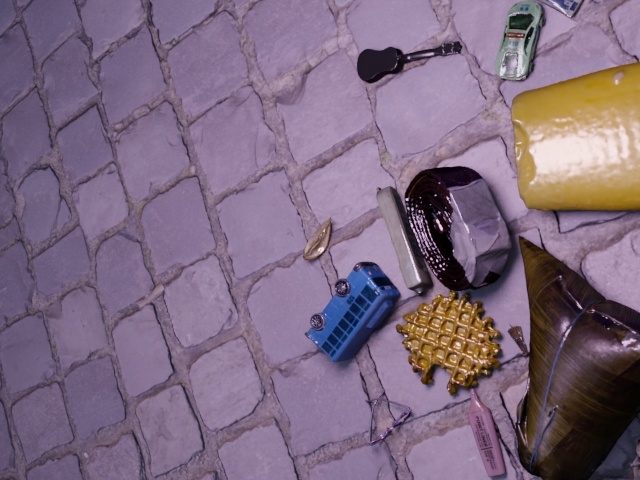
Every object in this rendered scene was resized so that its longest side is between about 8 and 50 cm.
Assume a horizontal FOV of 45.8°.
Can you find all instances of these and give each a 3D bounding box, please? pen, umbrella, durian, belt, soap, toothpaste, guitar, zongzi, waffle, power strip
[{"bbox_3d":[0.370,0.430,1.710,0.053,0.032,0.197,-22,76,28],"label":"pen"},{"bbox_3d":[0.442,0.221,1.693,0.032,0.020,0.083,-21,71,-13],"label":"umbrella"},{"bbox_3d":[-0.008,-0.006,1.952,0.052,0.066,0.130,36,95,27],"label":"durian"},{"bbox_3d":[0.318,-0.031,1.708,0.184,0.164,0.289,-40,66,51],"label":"belt"},{"bbox_3d":[0.619,-0.213,1.568,0.428,0.115,0.305,-3,80,30],"label":"soap"},{"bbox_3d":[0.495,-0.563,1.716,0.197,0.035,0.057,33,94,24],"label":"toothpaste"},{"bbox_3d":[0.215,-0.452,1.871,0.271,0.038,0.083,-6,84,30],"label":"guitar"},{"bbox_3d":[0.477,0.251,1.596,0.432,0.208,0.403,47,120,44],"label":"zongzi"},{"bbox_3d":[0.300,0.235,1.759,0.232,0.051,0.228,-35,67,23],"label":"waffle"},{"bbox_3d":[0.198,-0.006,1.823,0.048,0.080,0.285,-25,72,21],"label":"power strip"}]

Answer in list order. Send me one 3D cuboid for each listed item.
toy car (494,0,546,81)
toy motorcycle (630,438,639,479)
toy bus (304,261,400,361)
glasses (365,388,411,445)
[{"bbox_3d":[0.447,-0.456,1.723,0.094,0.058,0.186,15,94,33],"label":"toy car"},{"bbox_3d":[0.650,0.485,1.512,0.130,0.094,0.229,47,122,30],"label":"toy motorcycle"},{"bbox_3d":[0.084,0.174,1.854,0.133,0.116,0.234,44,109,25],"label":"toy bus"},{"bbox_3d":[0.144,0.413,1.828,0.140,0.063,0.103,-45,65,19],"label":"glasses"}]
